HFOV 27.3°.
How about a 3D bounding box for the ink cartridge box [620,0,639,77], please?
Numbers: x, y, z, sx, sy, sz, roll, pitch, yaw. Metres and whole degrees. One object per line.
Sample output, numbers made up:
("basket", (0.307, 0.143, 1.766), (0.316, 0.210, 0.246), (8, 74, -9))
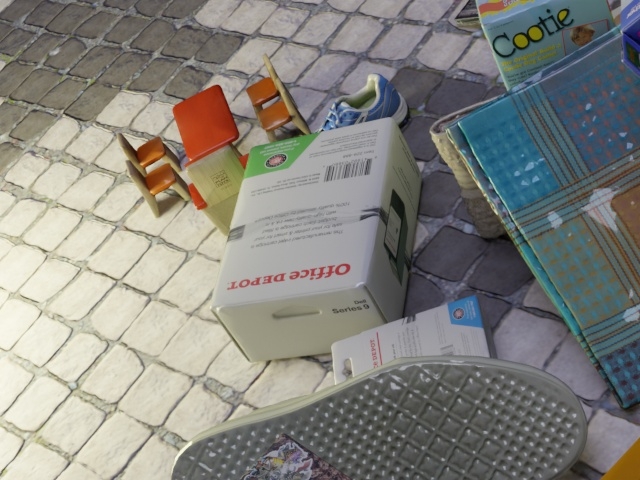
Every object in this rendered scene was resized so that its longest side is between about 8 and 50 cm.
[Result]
("ink cartridge box", (0.404, -0.237, 1.416), (0.065, 0.186, 0.311), (-39, 22, 38))

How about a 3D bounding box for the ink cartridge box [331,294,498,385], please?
("ink cartridge box", (0.109, 0.143, 1.500), (0.180, 0.060, 0.104), (-19, 42, 12))

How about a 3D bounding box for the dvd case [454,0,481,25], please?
("dvd case", (0.313, -0.398, 1.937), (0.164, 0.018, 0.221), (5, 51, 51))

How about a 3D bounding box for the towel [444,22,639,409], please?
("towel", (0.340, -0.041, 1.416), (0.271, 0.040, 0.370), (-30, 75, 2))

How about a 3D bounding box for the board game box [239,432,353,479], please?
("board game box", (0.055, 0.346, 1.195), (0.141, 0.232, 0.291), (-46, 43, -17))

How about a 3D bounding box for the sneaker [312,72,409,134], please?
("sneaker", (0.024, -0.152, 1.835), (0.211, 0.081, 0.080), (-41, 43, -10))

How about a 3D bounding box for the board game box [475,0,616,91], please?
("board game box", (0.293, -0.218, 1.593), (0.144, 0.275, 0.142), (-18, 42, 13))

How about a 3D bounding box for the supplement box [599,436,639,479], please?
("supplement box", (0.293, 0.304, 1.124), (0.191, 0.194, 0.129), (-43, 42, -15))

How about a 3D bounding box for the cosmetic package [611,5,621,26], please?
("cosmetic package", (0.420, -0.257, 1.724), (0.041, 0.060, 0.115), (-31, 42, -1))

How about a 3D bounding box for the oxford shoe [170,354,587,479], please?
("oxford shoe", (0.060, 0.218, 1.403), (0.449, 0.130, 0.169), (-14, 84, 16))

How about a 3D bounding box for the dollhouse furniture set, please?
("dollhouse furniture set", (-0.154, -0.141, 1.886), (0.262, 0.135, 0.259), (-28, 40, 3))

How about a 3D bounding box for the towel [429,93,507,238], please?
("towel", (0.291, -0.109, 1.554), (0.282, 0.187, 0.049), (-20, 37, 13))

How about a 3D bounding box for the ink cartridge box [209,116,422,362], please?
("ink cartridge box", (0.000, 0.000, 1.662), (0.211, 0.121, 0.289), (-9, 45, 23))
